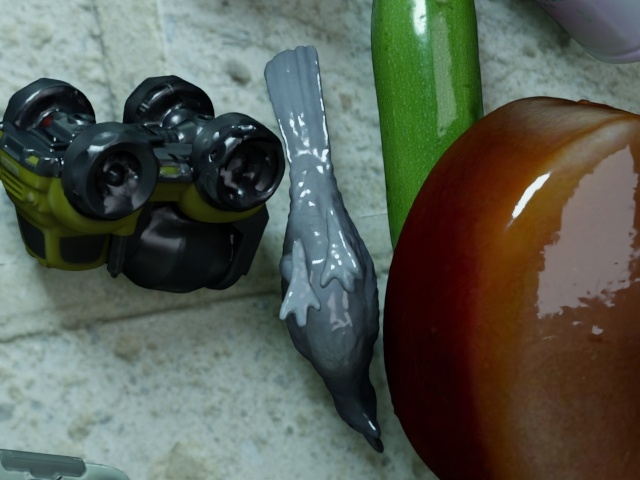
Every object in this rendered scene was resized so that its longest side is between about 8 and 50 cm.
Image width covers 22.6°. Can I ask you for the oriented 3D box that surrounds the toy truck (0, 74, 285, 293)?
[{"bbox_3d":[-0.143,-0.032,1.246,0.224,0.147,0.165,-5,116,-38],"label":"toy truck"}]

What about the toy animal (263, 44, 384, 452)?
[{"bbox_3d":[0.001,0.019,1.322,0.081,0.206,0.367,-12,94,5],"label":"toy animal"}]

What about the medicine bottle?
[{"bbox_3d":[0.242,-0.293,1.509,0.254,0.152,0.152,36,65,-40],"label":"medicine bottle"}]

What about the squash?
[{"bbox_3d":[0.098,-0.134,1.446,0.101,0.101,0.378,1,85,-36],"label":"squash"}]

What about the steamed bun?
[{"bbox_3d":[0.185,0.078,1.314,0.248,0.235,0.379,-9,102,-20],"label":"steamed bun"}]

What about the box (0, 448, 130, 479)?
[{"bbox_3d":[-0.228,0.265,1.144,0.162,0.130,0.227,12,77,-34],"label":"box"}]
